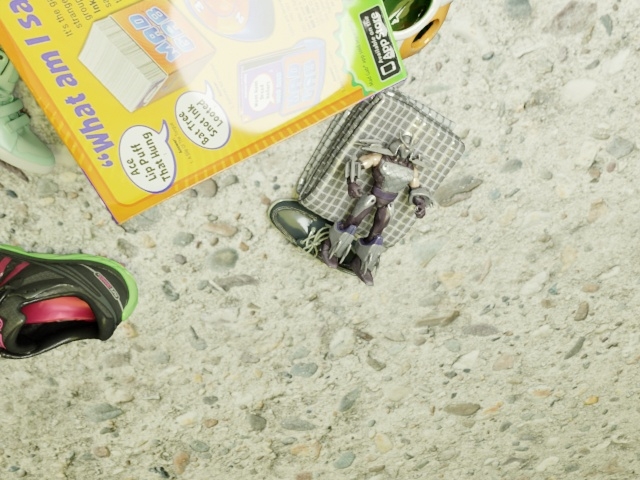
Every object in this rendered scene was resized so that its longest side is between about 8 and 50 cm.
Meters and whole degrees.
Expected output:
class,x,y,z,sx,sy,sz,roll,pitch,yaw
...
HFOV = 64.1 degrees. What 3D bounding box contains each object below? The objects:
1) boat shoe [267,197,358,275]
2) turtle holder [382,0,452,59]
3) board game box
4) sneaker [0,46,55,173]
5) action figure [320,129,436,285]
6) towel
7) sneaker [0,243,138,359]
class,x,y,z,sx,sy,sz,roll,pitch,yaw
boat shoe,0.000,0.000,1.084,0.254,0.079,0.095,36,110,-25
turtle holder,0.076,-0.422,0.765,0.243,0.227,0.320,-17,121,3
board game box,-0.174,-0.296,0.628,0.356,0.356,0.357,-28,115,-7
sneaker,-0.525,-0.238,0.863,0.151,0.094,0.256,-36,120,9
action figure,0.107,-0.066,0.919,0.185,0.099,0.285,18,114,-15
towel,0.117,-0.144,0.995,0.235,0.121,0.284,25,113,-22
sneaker,-0.616,0.119,0.992,0.482,0.202,0.185,-1,119,-8
